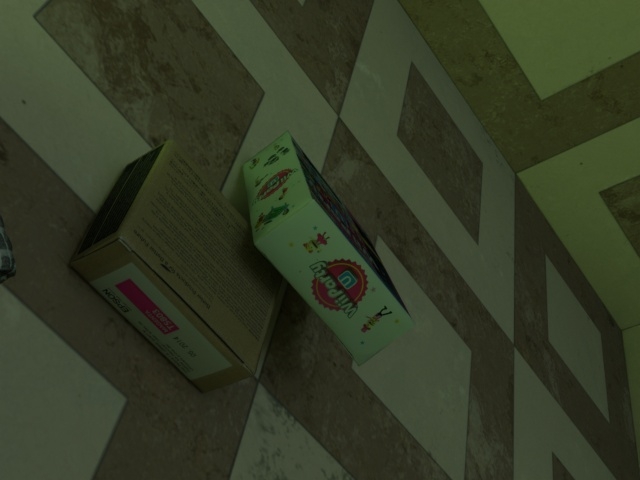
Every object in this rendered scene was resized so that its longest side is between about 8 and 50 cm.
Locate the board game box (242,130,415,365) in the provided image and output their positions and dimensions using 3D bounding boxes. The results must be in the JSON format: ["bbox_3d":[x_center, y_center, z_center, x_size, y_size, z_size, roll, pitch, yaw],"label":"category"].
[{"bbox_3d":[0.000,0.000,1.214,0.224,0.097,0.303,51,8,-23],"label":"board game box"}]

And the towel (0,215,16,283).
[{"bbox_3d":[-0.345,-0.043,0.550,0.235,0.121,0.283,66,27,-1],"label":"towel"}]

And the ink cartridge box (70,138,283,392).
[{"bbox_3d":[-0.157,0.030,1.052,0.235,0.088,0.193,51,33,-26],"label":"ink cartridge box"}]
